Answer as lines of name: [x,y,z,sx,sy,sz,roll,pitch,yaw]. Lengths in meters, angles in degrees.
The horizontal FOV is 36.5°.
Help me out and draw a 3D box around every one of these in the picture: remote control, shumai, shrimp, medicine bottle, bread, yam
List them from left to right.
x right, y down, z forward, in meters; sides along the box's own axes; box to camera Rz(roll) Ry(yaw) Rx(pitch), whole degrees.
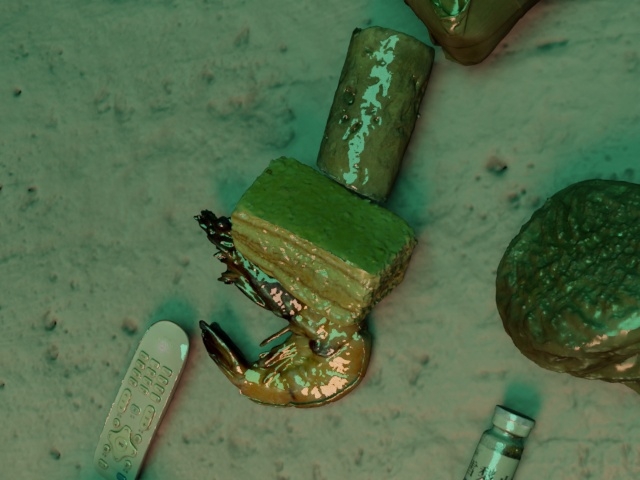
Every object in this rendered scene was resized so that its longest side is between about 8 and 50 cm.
remote control: [-0.222,0.207,1.232,0.073,0.044,0.229,27,101,24]
shrimp: [-0.073,0.093,1.185,0.289,0.075,0.178,39,99,7]
bread: [0.000,0.000,1.111,0.196,0.138,0.102,30,128,12]
yam: [0.062,-0.146,1.141,0.107,0.107,0.194,16,89,21]
medicine bottle: [0.180,0.278,1.074,0.051,0.051,0.191,23,92,21]
shumai: [0.311,0.074,1.014,0.225,0.222,0.260,-35,36,1]

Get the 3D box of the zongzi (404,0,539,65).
zongzi: [0.174,-0.421,1.128,0.323,0.160,0.360,-39,60,0]
